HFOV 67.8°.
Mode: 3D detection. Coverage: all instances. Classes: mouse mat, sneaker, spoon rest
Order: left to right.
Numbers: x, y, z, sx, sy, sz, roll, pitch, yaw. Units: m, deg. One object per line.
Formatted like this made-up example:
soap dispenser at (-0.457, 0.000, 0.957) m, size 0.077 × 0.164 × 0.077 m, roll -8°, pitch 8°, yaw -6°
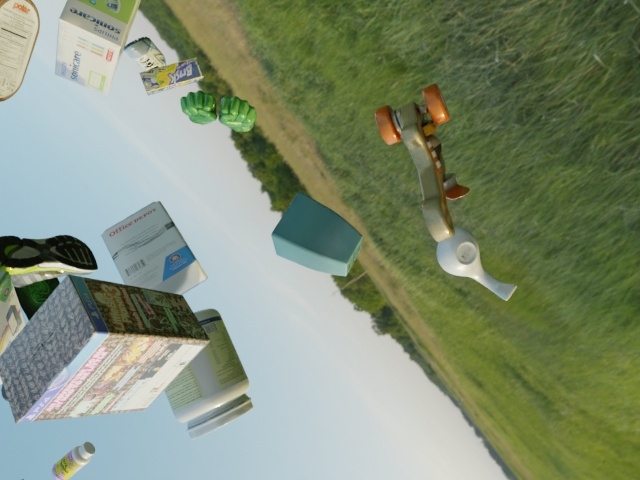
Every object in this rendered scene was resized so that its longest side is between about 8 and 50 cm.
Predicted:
sneaker at (-0.700, 0.056, 1.187) m, size 0.300 × 0.121 × 0.111 m, roll 10°, pitch -131°, yaw -62°
mouse mat at (-0.780, 0.155, 1.337) m, size 0.190 × 0.007 × 0.152 m, roll 50°, pitch -164°, yaw 18°
sneaker at (-0.531, -0.561, 1.468) m, size 0.086 × 0.085 × 0.237 m, roll 62°, pitch -176°, yaw -6°
spoon rest at (0.454, 0.073, 1.412) m, size 0.276 × 0.137 × 0.084 m, roll 39°, pitch 174°, yaw -14°

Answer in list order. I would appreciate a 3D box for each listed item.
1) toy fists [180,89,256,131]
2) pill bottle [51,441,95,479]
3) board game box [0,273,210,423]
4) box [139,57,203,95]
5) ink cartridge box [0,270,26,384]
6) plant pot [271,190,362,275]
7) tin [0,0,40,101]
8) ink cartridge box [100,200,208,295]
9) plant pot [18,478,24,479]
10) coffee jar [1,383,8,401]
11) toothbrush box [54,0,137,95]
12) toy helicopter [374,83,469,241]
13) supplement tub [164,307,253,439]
toy fists at (-0.375, -0.475, 1.753) m, size 0.279 × 0.096 × 0.142 m, roll 10°, pitch 161°, yaw -1°
pill bottle at (-0.512, 0.458, 0.992) m, size 0.043 × 0.083 × 0.043 m, roll 50°, pitch 180°, yaw 0°
board game box at (-0.414, 0.217, 0.942) m, size 0.141 × 0.232 × 0.291 m, roll 49°, pitch -169°, yaw 29°
box at (-0.428, -0.474, 1.375) m, size 0.054 × 0.169 × 0.059 m, roll -154°, pitch 45°, yaw -73°
ink cartridge box at (-0.729, 0.188, 1.032) m, size 0.154 × 0.093 × 0.212 m, roll -95°, pitch 16°, yaw -50°
plant pot at (0.000, 0.000, 1.442) m, size 0.234 × 0.165 × 0.166 m, roll 27°, pitch 160°, yaw 12°
tin at (-0.535, -0.326, 0.800) m, size 0.040 × 0.190 × 0.106 m, roll 24°, pitch -171°, yaw -1°
ink cartridge box at (-0.547, 0.050, 1.568) m, size 0.307 × 0.223 × 0.129 m, roll 50°, pitch 167°, yaw 31°
plant pot at (-0.725, 0.606, 1.079) m, size 0.081 × 0.081 × 0.083 m, roll 57°, pitch 176°, yaw 20°
coffee jar at (-0.842, 0.407, 1.339) m, size 0.184 × 0.079 × 0.096 m, roll -33°, pitch 54°, yaw 58°
toothbrush box at (-0.477, -0.506, 1.051) m, size 0.122 × 0.283 × 0.206 m, roll 20°, pitch 157°, yaw -26°
toy helicopter at (0.229, -0.134, 0.986) m, size 0.235 × 0.140 × 0.355 m, roll 49°, pitch -148°, yaw -41°
supplement tub at (-0.356, 0.394, 1.427) m, size 0.325 × 0.235 × 0.235 m, roll 64°, pitch -177°, yaw 10°
